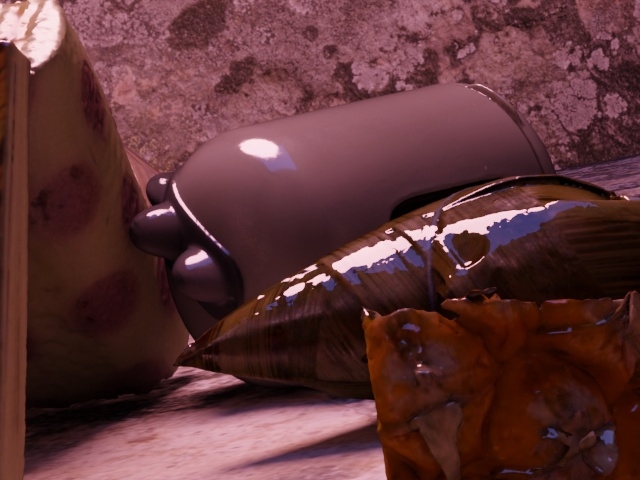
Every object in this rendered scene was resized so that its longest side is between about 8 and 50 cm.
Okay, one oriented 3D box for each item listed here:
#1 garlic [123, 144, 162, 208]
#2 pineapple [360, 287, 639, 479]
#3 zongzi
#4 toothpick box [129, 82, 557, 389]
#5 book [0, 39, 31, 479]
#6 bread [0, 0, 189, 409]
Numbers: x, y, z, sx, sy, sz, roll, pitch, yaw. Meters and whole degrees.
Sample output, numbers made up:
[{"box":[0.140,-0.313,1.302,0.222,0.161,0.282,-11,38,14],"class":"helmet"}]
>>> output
[{"box":[-0.344,-0.028,1.938,0.318,0.259,0.317,7,-5,1],"class":"garlic"},{"box":[0.091,0.080,0.656,0.186,0.114,0.236,-7,-4,44],"class":"pineapple"},{"box":[0.072,0.039,0.944,0.300,0.138,0.286,-11,1,8],"class":"zongzi"},{"box":[0.009,-0.009,1.113,0.316,0.229,0.229,-14,6,-39],"class":"toothpick box"},{"box":[-0.380,0.047,0.891,0.428,0.300,0.039,-10,-21,15],"class":"book"},{"box":[-0.231,-0.017,1.083,0.187,0.338,0.155,-5,45,9],"class":"bread"}]
